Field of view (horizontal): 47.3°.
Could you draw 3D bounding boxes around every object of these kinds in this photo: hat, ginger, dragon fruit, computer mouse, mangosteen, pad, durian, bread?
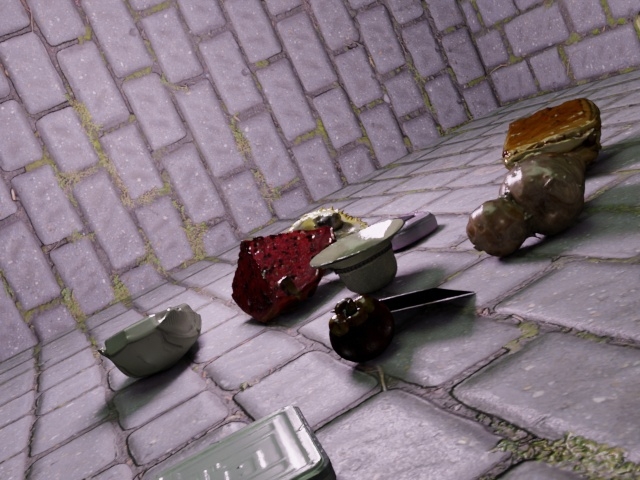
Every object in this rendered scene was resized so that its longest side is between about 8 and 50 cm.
[{"bbox_3d":[0.113,0.059,1.791,0.257,0.130,0.257,-24,9,4],"label":"hat"},{"bbox_3d":[0.488,-0.105,1.640,0.256,0.176,0.375,-37,-1,41],"label":"ginger"},{"bbox_3d":[-0.082,0.057,1.985,0.330,0.240,0.302,-36,31,-19],"label":"dragon fruit"},{"bbox_3d":[-0.438,0.279,1.973,0.228,0.145,0.429,-32,-3,3],"label":"computer mouse"},{"bbox_3d":[0.072,0.156,1.357,0.140,0.140,0.140,-24,10,4],"label":"mangosteen"},{"bbox_3d":[0.162,0.123,1.463,0.246,0.006,0.170,-17,-16,37],"label":"pad"},{"bbox_3d":[0.000,0.000,2.234,0.306,0.172,0.166,-29,13,7],"label":"durian"},{"bbox_3d":[0.660,-0.263,2.050,0.278,0.167,0.324,-20,20,21],"label":"bread"}]

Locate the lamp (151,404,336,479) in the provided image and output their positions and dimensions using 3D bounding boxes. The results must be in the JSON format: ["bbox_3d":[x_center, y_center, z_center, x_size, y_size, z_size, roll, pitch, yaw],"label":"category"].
[{"bbox_3d":[-0.124,0.352,1.067,0.269,0.047,0.266,-27,11,-10],"label":"lamp"}]

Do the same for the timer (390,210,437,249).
[{"bbox_3d":[0.229,-0.025,2.144,0.191,0.069,0.208,-28,9,-33],"label":"timer"}]

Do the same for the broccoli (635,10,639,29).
[{"bbox_3d":[0.854,-0.387,1.741,0.252,0.361,0.221,17,-30,-40],"label":"broccoli"}]
